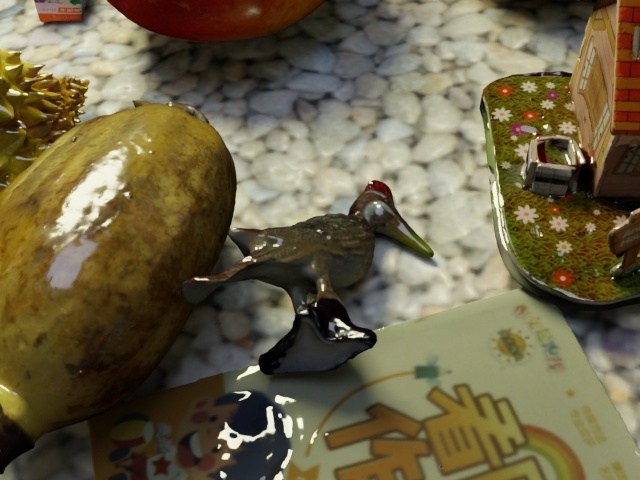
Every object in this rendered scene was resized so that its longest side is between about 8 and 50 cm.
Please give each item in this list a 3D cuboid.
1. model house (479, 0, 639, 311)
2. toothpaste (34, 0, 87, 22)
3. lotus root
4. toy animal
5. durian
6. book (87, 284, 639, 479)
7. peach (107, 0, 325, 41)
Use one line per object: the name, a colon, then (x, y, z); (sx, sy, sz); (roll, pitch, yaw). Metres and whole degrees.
model house: (0.259, -0.079, 0.519); (0.294, 0.154, 0.207); (1, 52, 2)
toothpaste: (-0.223, -0.283, 0.805); (0.047, 0.040, 0.196); (2, 53, 2)
lotus root: (-0.137, 0.019, 0.504); (0.145, 0.128, 0.260); (-17, 39, 41)
toy animal: (0.004, 0.009, 0.535); (0.105, 0.070, 0.202); (45, 43, -1)
durian: (-0.280, -0.074, 0.626); (0.182, 0.165, 0.132); (17, 11, -8)
book: (0.029, 0.144, 0.467); (0.296, 0.020, 0.208); (-16, 52, -6)
peach: (-0.083, -0.269, 0.682); (0.243, 0.199, 0.243); (-14, 61, 27)
